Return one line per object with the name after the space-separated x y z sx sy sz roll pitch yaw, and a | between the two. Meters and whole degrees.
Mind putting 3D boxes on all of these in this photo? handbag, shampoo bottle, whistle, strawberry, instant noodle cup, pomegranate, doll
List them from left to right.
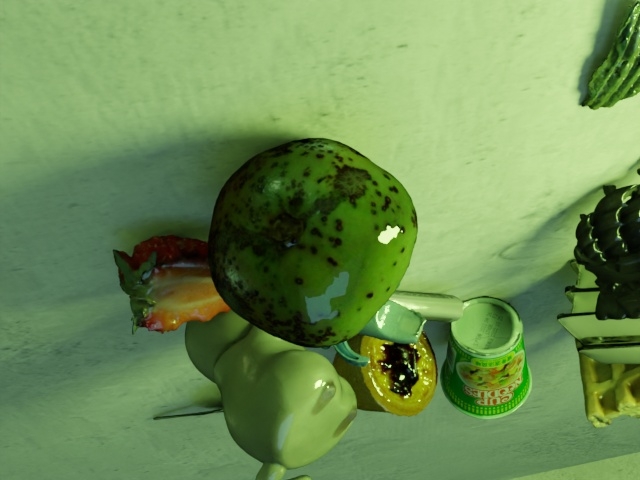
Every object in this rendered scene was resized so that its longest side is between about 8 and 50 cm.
-0.199 0.044 1.149 0.228 0.098 0.174 -15 134 -19 | strawberry
-0.088 0.218 1.227 0.226 0.370 0.215 -41 142 11 | doll
0.000 0.000 1.026 0.285 0.284 0.341 -22 173 16 | pomegranate
0.051 0.122 1.292 0.269 0.180 0.093 18 151 17 | whistle
0.165 0.126 1.423 0.228 0.055 0.086 7 175 -29 | shampoo bottle
0.352 0.240 1.576 0.207 0.207 0.232 -14 140 3 | instant noodle cup
0.664 0.141 1.374 0.359 0.160 0.237 -10 141 46 | handbag

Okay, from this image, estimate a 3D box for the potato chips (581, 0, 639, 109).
0.408 -0.242 0.964 0.092 0.028 0.207 -11 150 -5 | potato chips

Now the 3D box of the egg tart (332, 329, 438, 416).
0.127 0.264 1.522 0.215 0.215 0.171 14 154 -36 | egg tart

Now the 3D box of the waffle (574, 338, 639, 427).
0.711 0.229 1.586 0.077 0.304 0.348 39 127 -22 | waffle

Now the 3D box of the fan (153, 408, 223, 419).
-0.222 0.403 1.746 0.294 0.012 0.223 -17 164 39 | fan

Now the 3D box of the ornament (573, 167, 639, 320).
0.540 -0.008 1.218 0.251 0.260 0.106 -15 -169 43 | ornament
